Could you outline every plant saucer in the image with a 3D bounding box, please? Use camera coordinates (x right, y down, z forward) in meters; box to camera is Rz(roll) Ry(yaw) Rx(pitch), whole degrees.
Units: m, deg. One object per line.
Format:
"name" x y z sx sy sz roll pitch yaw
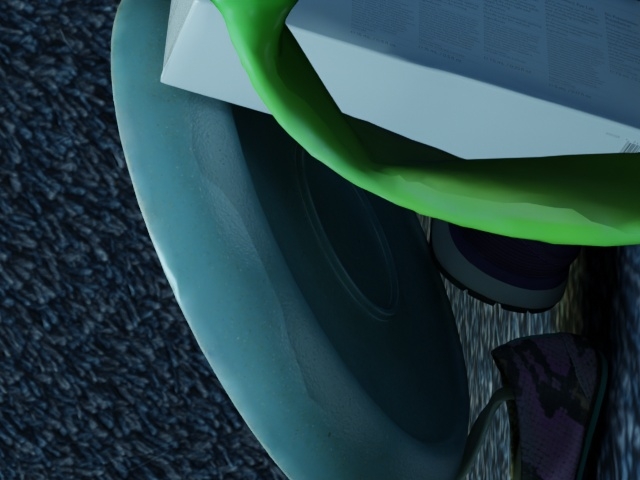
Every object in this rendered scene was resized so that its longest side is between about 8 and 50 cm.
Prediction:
"plant saucer" 0.000 0.000 0.876 0.317 0.044 0.317 53 -160 -30

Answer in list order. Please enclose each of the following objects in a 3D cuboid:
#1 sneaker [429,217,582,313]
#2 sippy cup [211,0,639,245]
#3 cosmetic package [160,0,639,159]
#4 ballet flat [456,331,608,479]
"sneaker" 0.126 -0.087 1.027 0.283 0.107 0.124 -96 24 -53
"sippy cup" 0.084 -0.167 0.395 0.305 0.224 0.240 97 175 -54
"cosmetic package" 0.050 -0.091 0.802 0.060 0.239 0.099 121 159 -47
"ballet flat" 0.108 0.157 0.948 0.077 0.079 0.221 -102 16 -77
